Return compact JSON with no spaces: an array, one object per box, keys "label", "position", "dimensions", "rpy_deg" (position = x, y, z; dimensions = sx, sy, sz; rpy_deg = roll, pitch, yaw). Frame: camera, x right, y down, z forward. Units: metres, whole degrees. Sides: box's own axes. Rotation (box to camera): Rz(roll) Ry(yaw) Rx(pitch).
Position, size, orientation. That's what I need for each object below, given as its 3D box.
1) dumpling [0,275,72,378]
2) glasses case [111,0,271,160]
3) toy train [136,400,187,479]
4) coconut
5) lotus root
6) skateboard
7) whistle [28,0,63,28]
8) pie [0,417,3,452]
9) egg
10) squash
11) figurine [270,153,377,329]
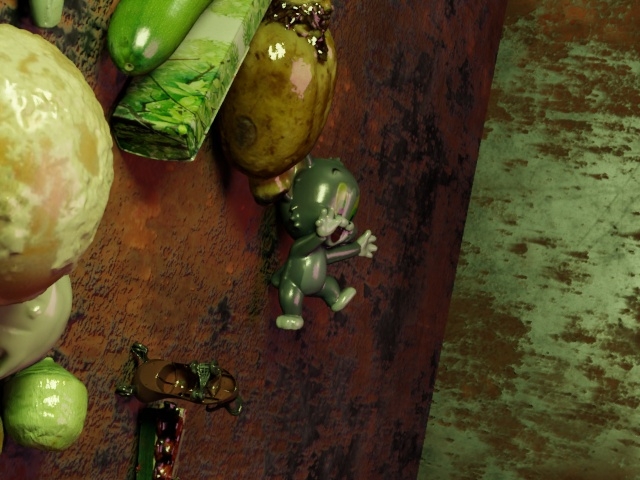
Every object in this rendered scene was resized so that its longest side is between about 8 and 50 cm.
[{"label":"dumpling","position":[-0.277,0.057,1.318],"dimensions":[0.134,0.099,0.169],"rpy_deg":[-47,147,-83]},{"label":"glasses case","position":[-0.139,-0.209,1.591],"dimensions":[0.062,0.095,0.272],"rpy_deg":[83,24,-52]},{"label":"toy train","position":[-0.208,0.321,1.734],"dimensions":[0.085,0.053,0.250],"rpy_deg":[18,82,-80]},{"label":"coconut","position":[-0.275,0.163,1.398],"dimensions":[0.088,0.087,0.096],"rpy_deg":[61,26,-62]},{"label":"lotus root","position":[-0.061,-0.184,1.771],"dimensions":[0.169,0.141,0.314],"rpy_deg":[-41,147,-59]},{"label":"skateboard","position":[-0.158,0.173,1.646],"dimensions":[0.080,0.151,0.067],"rpy_deg":[56,47,-53]},{"label":"whistle","position":[-0.244,-0.307,1.259],"dimensions":[0.114,0.077,0.236],"rpy_deg":[-60,156,-62]},{"label":"pie","position":[-0.332,0.198,1.344],"dimensions":[0.084,0.020,0.084],"rpy_deg":[8,90,-70]},{"label":"egg","position":[-0.266,-0.063,1.143],"dimensions":[0.195,0.194,0.233],"rpy_deg":[-6,93,-71]},{"label":"squash","position":[-0.159,-0.270,1.521],"dimensions":[0.292,0.082,0.082],"rpy_deg":[-62,155,-48]},{"label":"figurine","position":[-0.004,0.003,2.051],"dimensions":[0.193,0.140,0.265],"rpy_deg":[15,98,-49]}]
